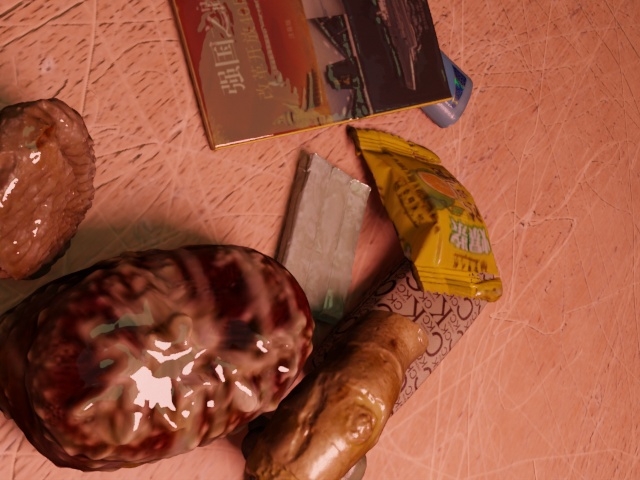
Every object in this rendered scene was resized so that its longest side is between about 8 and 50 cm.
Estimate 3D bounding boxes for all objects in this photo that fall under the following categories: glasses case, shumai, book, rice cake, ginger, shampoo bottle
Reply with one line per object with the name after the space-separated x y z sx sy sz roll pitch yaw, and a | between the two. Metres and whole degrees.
0.128 0.114 0.895 0.355 0.085 0.137 -42 100 -31 | glasses case
-0.315 -0.062 0.580 0.176 0.206 0.166 23 64 -7 | shumai
-0.004 -0.287 0.855 0.374 0.028 0.262 -16 94 -22 | book
0.000 0.000 0.855 0.124 0.038 0.211 28 68 -28 | rice cake
0.028 0.179 0.696 0.109 0.116 0.263 30 47 20 | ginger
0.130 -0.290 0.969 0.258 0.061 0.104 35 66 -25 | shampoo bottle

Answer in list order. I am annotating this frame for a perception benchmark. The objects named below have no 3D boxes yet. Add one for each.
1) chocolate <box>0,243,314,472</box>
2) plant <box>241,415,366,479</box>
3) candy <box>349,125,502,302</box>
-0.150 0.111 0.638 0.340 0.210 0.225 -11 87 -35 | chocolate
0.003 0.325 0.743 0.274 0.149 0.146 64 12 7 | plant
0.153 -0.045 0.886 0.187 0.081 0.297 8 50 -35 | candy
